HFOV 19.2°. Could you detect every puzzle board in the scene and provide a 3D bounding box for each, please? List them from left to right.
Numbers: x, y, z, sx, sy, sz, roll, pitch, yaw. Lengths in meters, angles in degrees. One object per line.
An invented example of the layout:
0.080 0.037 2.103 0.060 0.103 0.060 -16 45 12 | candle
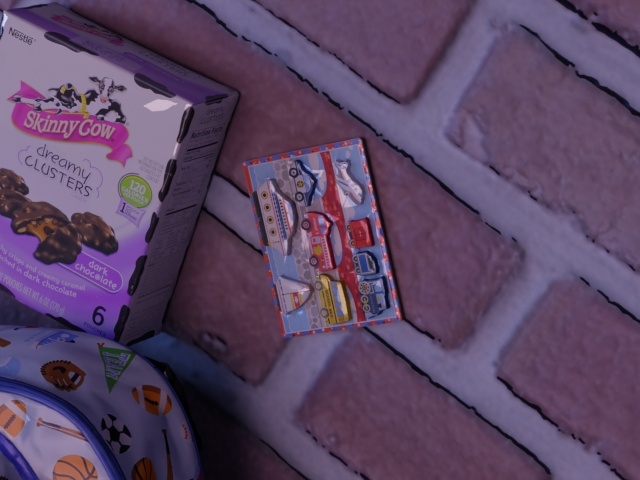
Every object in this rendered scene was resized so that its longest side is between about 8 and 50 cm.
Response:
0.000 0.000 1.298 0.096 0.011 0.128 -10 95 28 | puzzle board

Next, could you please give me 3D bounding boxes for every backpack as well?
-0.214 0.179 1.302 0.263 0.213 0.276 -7 113 24 | backpack

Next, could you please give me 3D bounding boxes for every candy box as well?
-0.168 -0.047 1.341 0.165 0.070 0.196 27 112 20 | candy box
